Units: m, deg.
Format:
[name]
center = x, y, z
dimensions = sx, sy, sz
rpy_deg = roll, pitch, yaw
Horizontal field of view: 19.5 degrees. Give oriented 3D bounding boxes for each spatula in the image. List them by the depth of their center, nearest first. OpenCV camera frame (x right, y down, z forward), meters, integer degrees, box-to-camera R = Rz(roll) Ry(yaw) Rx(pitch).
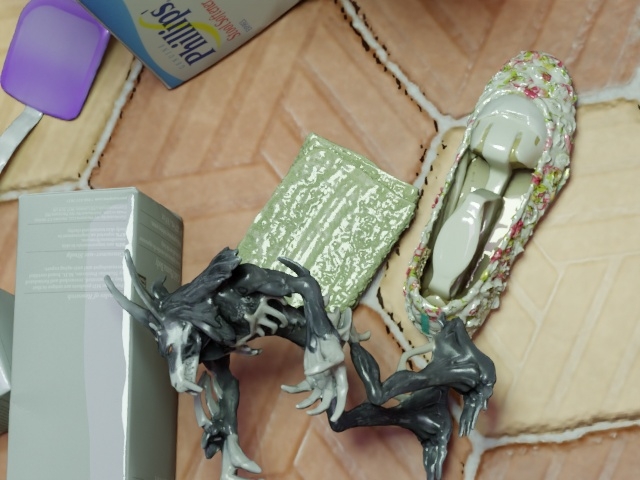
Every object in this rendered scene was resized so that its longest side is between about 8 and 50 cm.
[spatula]
center = -0.262, -0.060, 1.504
dimensions = 0.084, 0.030, 0.296
rpy_deg = 25, 85, 18

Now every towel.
[towel]
center = 0.000, 0.000, 1.433
dimensions = 0.110, 0.027, 0.148
rpy_deg = 31, 85, 16

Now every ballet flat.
[ballet flat]
center = 0.129, -0.036, 1.385
dimensions = 0.091, 0.077, 0.241
rpy_deg = 18, 82, 17

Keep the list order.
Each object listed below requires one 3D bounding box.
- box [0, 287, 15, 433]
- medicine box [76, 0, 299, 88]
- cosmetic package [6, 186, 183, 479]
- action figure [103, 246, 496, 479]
[box]
center = -0.272, 0.095, 1.436
dimensions = 0.087, 0.102, 0.101
rpy_deg = -23, 73, 5
[medicine box]
center = -0.166, -0.296, 1.409
dimensions = 0.149, 0.263, 0.289
rpy_deg = -36, 73, 4
[cosmetic package]
center = -0.168, 0.089, 1.402
dimensions = 0.107, 0.127, 0.238
rpy_deg = -5, 79, 11
[action figure]
center = -0.020, 0.093, 1.301
dimensions = 0.276, 0.164, 0.141
rpy_deg = 16, 54, -17
